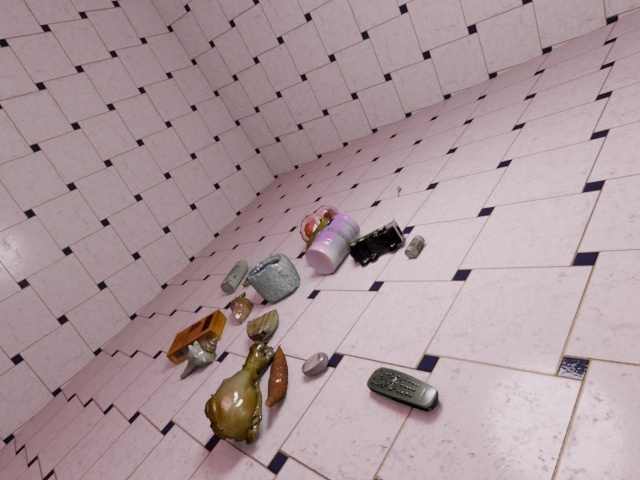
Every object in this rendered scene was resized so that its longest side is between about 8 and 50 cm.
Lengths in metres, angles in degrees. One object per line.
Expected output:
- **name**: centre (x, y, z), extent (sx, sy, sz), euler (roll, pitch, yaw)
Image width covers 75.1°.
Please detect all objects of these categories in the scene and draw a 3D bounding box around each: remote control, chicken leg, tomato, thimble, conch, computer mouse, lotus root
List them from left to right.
- **conch**: centre (-0.526, 0.486, 1.807), extent (0.233, 0.114, 0.137), euler (-30, 7, 30)
- **chicken leg**: centre (-0.242, 0.471, 1.362), extent (0.201, 0.153, 0.429), euler (-25, 15, 18)
- **lotus root**: centre (-0.233, 0.360, 1.672), extent (0.143, 0.070, 0.144), euler (-23, 19, 15)
- **thimble**: centre (-0.213, 0.165, 1.920), extent (0.250, 0.172, 0.205), euler (-10, 30, 52)
- **computer mouse**: centre (-0.013, 0.389, 1.301), extent (0.096, 0.039, 0.066), euler (-37, 18, 19)
- **tomato**: centre (0.019, -0.057, 2.105), extent (0.227, 0.112, 0.199), euler (-29, 63, 12)
- **remote control**: centre (0.197, 0.362, 1.021), extent (0.072, 0.042, 0.222), euler (-45, 21, -25)

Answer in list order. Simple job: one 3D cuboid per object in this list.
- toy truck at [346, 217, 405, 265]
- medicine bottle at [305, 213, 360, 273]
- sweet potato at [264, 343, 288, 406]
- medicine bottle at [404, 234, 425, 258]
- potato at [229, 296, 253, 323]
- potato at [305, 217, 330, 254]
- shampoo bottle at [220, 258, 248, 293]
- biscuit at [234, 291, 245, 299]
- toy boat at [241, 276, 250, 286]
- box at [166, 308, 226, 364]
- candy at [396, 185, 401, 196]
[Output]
- **toy truck**: centre (0.219, 0.010, 1.685), extent (0.242, 0.101, 0.125), euler (-29, 9, 26)
- **medicine bottle**: centre (0.057, 0.014, 1.850), extent (0.152, 0.152, 0.254), euler (-14, 29, 45)
- **sweet potato**: centre (-0.134, 0.435, 1.357), extent (0.072, 0.066, 0.314), euler (-25, 19, 10)
- **medicine bottle**: centre (0.345, 0.023, 1.525), extent (0.047, 0.047, 0.083), euler (-9, 34, 51)
- **potato**: centre (-0.383, 0.312, 1.985), extent (0.100, 0.089, 0.172), euler (-36, 19, -7)
- **potato**: centre (0.000, 0.000, 1.986), extent (0.117, 0.090, 0.226), euler (10, 70, 28)
- **shampoo bottle**: centre (-0.484, 0.196, 2.409), extent (0.085, 0.085, 0.262), euler (-24, 23, 29)
- **biscuit**: centre (-0.427, 0.303, 2.179), extent (0.089, 0.016, 0.046), euler (-38, 20, -5)
- **toy boat**: centre (-0.360, 0.205, 2.242), extent (0.149, 0.047, 0.049), euler (-29, 22, 17)
- **box**: centre (-0.593, 0.463, 2.008), extent (0.274, 0.076, 0.174), euler (-31, 22, 12)
- **candy**: centre (0.388, -0.243, 2.078), extent (0.083, 0.023, 0.025), euler (-71, -3, -48)
